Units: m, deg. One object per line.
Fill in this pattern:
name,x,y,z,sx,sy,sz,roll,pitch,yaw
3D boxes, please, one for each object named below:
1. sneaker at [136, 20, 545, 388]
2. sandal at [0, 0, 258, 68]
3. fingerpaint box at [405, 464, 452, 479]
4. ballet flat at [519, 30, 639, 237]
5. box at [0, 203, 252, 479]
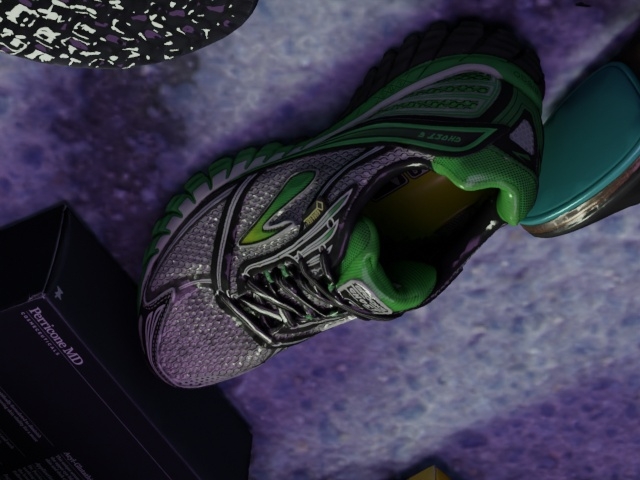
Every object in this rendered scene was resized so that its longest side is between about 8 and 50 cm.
sneaker,0.000,0.000,1.234,0.134,0.146,0.343,36,124,-25
sandal,-0.243,-0.208,1.110,0.445,0.107,0.168,8,133,12
fingerpaint box,0.040,0.427,1.584,0.445,0.163,0.371,-33,122,27
ballet flat,0.227,-0.095,1.182,0.096,0.095,0.280,14,131,-25
box,-0.193,0.122,1.374,0.184,0.103,0.261,-19,127,22
